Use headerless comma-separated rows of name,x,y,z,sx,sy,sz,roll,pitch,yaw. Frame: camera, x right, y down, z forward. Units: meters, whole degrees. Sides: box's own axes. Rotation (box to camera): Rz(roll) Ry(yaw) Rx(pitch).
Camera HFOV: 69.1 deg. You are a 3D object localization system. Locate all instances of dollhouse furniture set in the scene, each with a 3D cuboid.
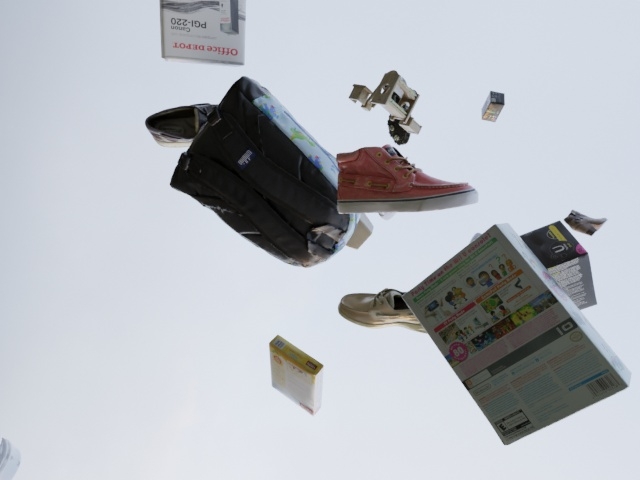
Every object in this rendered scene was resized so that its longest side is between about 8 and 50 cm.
dollhouse furniture set,0.206,-0.413,1.374,0.161,0.182,0.101,29,-87,45

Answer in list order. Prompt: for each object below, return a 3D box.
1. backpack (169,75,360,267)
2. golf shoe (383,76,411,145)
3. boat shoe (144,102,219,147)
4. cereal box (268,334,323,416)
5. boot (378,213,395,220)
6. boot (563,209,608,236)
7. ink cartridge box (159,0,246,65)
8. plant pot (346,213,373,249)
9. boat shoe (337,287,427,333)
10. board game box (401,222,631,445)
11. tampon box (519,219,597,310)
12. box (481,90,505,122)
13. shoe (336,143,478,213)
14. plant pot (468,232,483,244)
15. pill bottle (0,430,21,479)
backpack,-0.077,-0.111,0.975,0.355,0.273,0.290,42,-69,9
golf shoe,0.330,-0.520,1.855,0.105,0.120,0.272,2,-73,37
boat shoe,-0.289,-0.286,1.143,0.092,0.285,0.102,26,61,-84
cereal box,-0.073,0.404,1.379,0.173,0.047,0.240,28,-41,24
boot,0.145,-0.148,1.238,0.123,0.258,0.095,41,-96,24
boot,0.741,-0.058,1.302,0.087,0.118,0.042,42,-41,28
ink cartridge box,-0.226,-0.453,0.890,0.092,0.159,0.217,-130,-139,-61
plant pot,0.104,-0.037,1.433,0.109,0.096,0.109,-50,-175,22
boat shoe,0.184,0.168,1.214,0.302,0.109,0.098,5,-52,27
board game box,0.319,0.154,0.797,0.224,0.098,0.303,-44,-112,30
tampon box,0.501,0.064,0.991,0.102,0.161,0.120,-23,-146,11
box,0.600,-0.466,1.618,0.083,0.052,0.062,99,4,-58
shoe,0.095,-0.076,0.554,0.178,0.063,0.081,0,-81,34
plant pot,0.525,0.086,1.478,0.167,0.188,0.187,-60,170,-50
pill bottle,-0.551,0.295,0.669,0.119,0.119,0.208,30,-28,50
